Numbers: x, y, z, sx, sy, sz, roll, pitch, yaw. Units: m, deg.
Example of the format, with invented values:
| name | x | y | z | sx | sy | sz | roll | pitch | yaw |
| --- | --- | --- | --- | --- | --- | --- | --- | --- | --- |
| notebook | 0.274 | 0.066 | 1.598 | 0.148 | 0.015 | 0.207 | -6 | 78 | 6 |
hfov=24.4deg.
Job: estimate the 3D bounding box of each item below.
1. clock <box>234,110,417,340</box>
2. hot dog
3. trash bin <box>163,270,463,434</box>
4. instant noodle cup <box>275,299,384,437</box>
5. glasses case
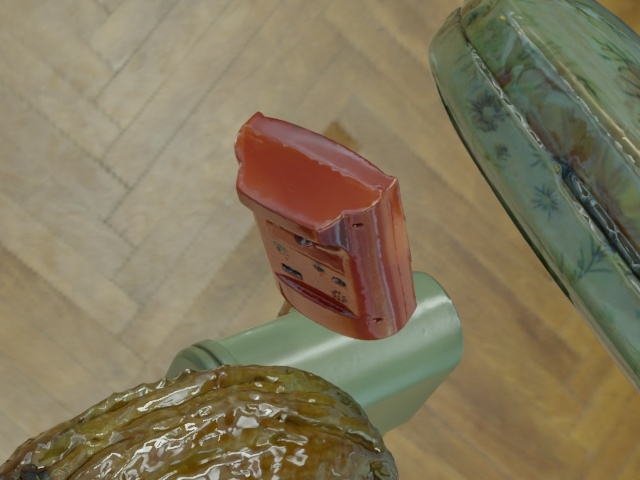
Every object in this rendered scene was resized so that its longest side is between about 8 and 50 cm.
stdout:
| name | x | y | z | sx | sy | sz | roll | pitch | yaw |
| --- | --- | --- | --- | --- | --- | --- | --- | --- | --- |
| clock | 0.000 | 0.000 | 0.978 | 0.061 | 0.113 | 0.155 | -51 | 151 | -23 |
| hot dog | -0.086 | 0.142 | 0.645 | 0.272 | 0.196 | 0.122 | -36 | 83 | -35 |
| trash bin | -0.017 | 0.142 | 1.354 | 0.247 | 0.243 | 0.121 | -19 | 69 | -28 |
| instant noodle cup | 0.022 | 0.156 | 1.832 | 0.230 | 0.230 | 0.182 | 41 | 67 | -19 |
| glasses case | 0.194 | 0.053 | 0.639 | 0.425 | 0.098 | 0.156 | 55 | 23 | 19 |
